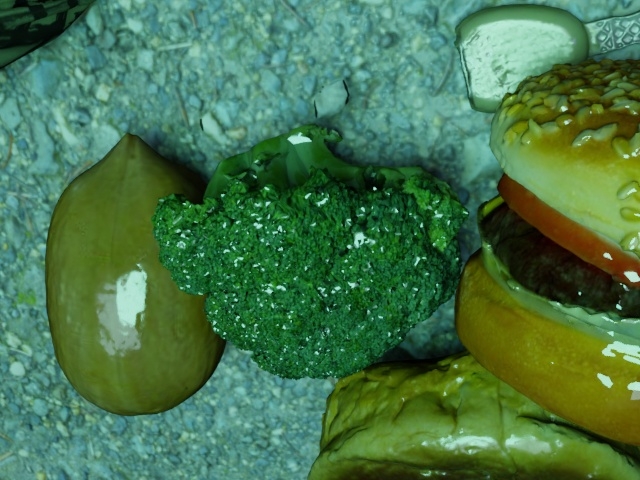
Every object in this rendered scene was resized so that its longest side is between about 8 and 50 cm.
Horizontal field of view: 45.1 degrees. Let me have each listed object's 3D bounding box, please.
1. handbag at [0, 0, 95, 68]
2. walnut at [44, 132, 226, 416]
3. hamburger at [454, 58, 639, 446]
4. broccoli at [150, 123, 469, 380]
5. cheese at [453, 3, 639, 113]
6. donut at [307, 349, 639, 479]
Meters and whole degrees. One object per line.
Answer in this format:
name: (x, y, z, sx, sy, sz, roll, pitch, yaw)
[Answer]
handbag: (-0.410, -0.197, 0.702, 0.325, 0.327, 0.163, -18, 108, 21)
walnut: (-0.181, 0.038, 0.799, 0.203, 0.203, 0.298, 8, 108, 12)
hamburger: (0.278, -0.003, 0.601, 0.329, 0.330, 0.250, 10, 110, 11)
broccoli: (0.000, 0.000, 0.712, 0.265, 0.294, 0.245, -44, 64, 34)
cheese: (0.222, -0.177, 0.699, 0.192, 0.037, 0.097, -9, 108, 18)
donut: (0.157, 0.209, 0.755, 0.329, 0.160, 0.330, 6, 148, 4)
